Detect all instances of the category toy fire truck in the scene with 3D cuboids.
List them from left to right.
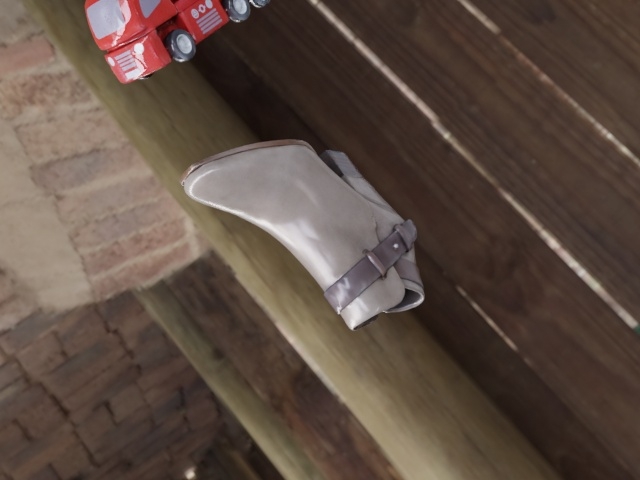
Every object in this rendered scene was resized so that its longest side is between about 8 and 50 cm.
[{"bbox_3d":[-0.091,-0.198,0.652,0.047,0.135,0.192,-13,-156,42],"label":"toy fire truck"}]

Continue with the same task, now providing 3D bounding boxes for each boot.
[{"bbox_3d":[0.000,0.000,0.462,0.118,0.087,0.042,-10,157,-45],"label":"boot"}]
